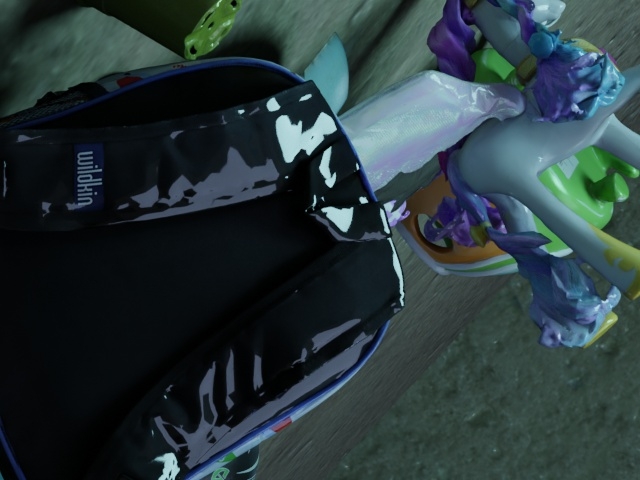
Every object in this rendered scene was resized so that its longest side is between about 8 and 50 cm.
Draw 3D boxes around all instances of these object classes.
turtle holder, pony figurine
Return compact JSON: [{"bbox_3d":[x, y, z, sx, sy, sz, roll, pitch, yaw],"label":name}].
[{"bbox_3d":[0.192,-0.095,1.926,0.227,0.243,0.320,-38,-148,20],"label":"turtle holder"},{"bbox_3d":[0.169,-0.083,1.574,0.351,0.363,0.303,-42,169,6],"label":"pony figurine"}]

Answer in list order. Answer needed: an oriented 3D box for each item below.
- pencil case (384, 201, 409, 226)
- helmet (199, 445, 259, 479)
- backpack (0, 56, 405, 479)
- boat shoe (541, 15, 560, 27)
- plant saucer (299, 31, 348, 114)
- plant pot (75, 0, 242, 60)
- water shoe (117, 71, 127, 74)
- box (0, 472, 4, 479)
[{"bbox_3d":[0.000,0.000,1.767,0.206,0.088,0.086,-43,178,-30],"label":"pencil case"},{"bbox_3d":[-0.138,0.197,1.609,0.161,0.169,0.169,-35,161,-50],"label":"helmet"},{"bbox_3d":[-0.096,0.018,1.037,0.263,0.276,0.213,-22,-167,-13],"label":"backpack"},{"bbox_3d":[0.213,-0.248,1.828,0.066,0.063,0.184,-52,167,12],"label":"boat shoe"},{"bbox_3d":[-0.073,-0.027,1.350,0.317,0.043,0.317,-52,-176,5],"label":"plant saucer"},{"bbox_3d":[-0.092,-0.150,1.038,0.083,0.079,0.083,-46,167,-13],"label":"plant pot"},{"bbox_3d":[-0.104,-0.067,1.239,0.073,0.080,0.203,-52,167,11],"label":"water shoe"},{"bbox_3d":[-0.234,0.154,1.485,0.244,0.060,0.100,-46,167,-13],"label":"box"}]
